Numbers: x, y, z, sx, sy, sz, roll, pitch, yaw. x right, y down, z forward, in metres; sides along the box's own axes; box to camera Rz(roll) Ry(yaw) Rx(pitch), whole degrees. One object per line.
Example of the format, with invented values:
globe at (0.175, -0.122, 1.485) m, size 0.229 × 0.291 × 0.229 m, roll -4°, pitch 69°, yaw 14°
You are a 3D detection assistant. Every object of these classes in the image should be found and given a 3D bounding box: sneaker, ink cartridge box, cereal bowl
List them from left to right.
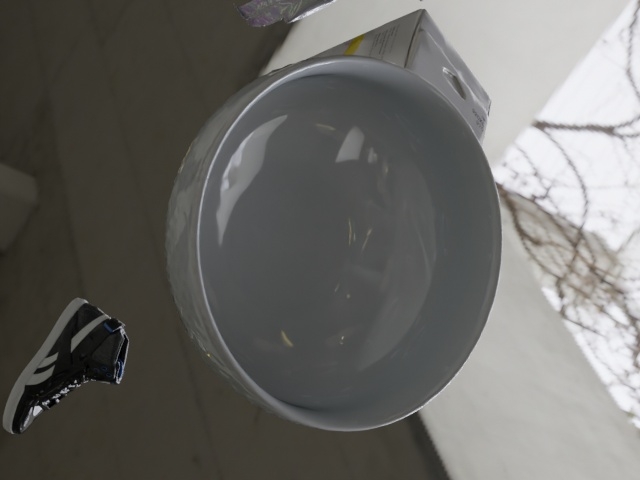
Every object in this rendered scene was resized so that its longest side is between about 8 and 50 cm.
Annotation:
sneaker at (-0.355, 0.200, 1.778) m, size 0.217 × 0.121 × 0.079 m, roll -61°, pitch 169°, yaw -10°
cereal bowl at (0.000, 0.000, 1.151) m, size 0.141 × 0.339 × 0.339 m, roll 6°, pitch -106°, yaw 57°
ink cartridge box at (0.069, -0.146, 1.569) m, size 0.232 × 0.171 × 0.168 m, roll -19°, pitch -141°, yaw 35°

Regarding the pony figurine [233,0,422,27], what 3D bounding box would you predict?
pony figurine at (0.001, -0.463, 1.716) m, size 0.303 × 0.350 × 0.364 m, roll -124°, pitch -160°, yaw -52°
